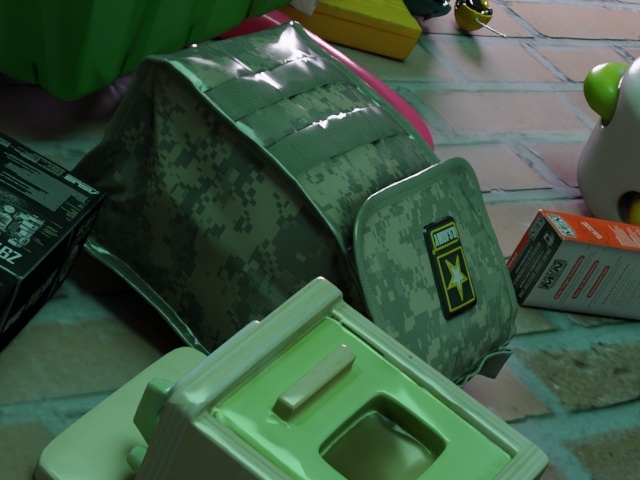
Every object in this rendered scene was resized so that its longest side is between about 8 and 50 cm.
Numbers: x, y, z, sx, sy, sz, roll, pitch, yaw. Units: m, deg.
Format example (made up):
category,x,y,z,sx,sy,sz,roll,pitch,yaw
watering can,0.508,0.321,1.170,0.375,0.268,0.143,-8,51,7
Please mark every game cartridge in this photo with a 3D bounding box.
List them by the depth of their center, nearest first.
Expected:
category,x,y,z,sx,sy,sz,roll,pitch,yaw
game cartridge,-0.075,-0.308,1.944,0.285,0.053,0.324,12,31,-31

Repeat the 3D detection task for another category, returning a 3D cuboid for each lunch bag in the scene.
category,x,y,z,sx,sy,sz,roll,pitch,yaw
lunch bag,0.000,0.000,1.356,0.287,0.169,0.235,43,25,11

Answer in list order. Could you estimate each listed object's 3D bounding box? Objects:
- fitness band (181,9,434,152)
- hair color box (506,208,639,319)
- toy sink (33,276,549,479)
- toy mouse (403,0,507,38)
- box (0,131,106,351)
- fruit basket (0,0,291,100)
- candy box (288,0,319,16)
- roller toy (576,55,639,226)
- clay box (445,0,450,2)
category,x,y,z,sx,sy,sz,roll,pitch,yaw
fitness band,-0.038,-0.126,1.668,0.291,0.054,0.209,37,25,13
hair color box,0.224,0.021,1.636,0.141,0.072,0.043,8,34,-36
toy sink,-0.018,0.123,1.119,0.234,0.131,0.153,37,41,15
toy mouse,0.105,-0.256,2.052,0.143,0.031,0.161,18,28,-22
box,-0.246,-0.019,1.239,0.180,0.077,0.147,29,26,1
fruit basket,-0.160,-0.337,1.498,0.283,0.392,0.392,25,23,26
candy box,0.013,-0.318,1.824,0.070,0.165,0.196,28,28,-4
roller toy,0.338,-0.065,1.817,0.191,0.146,0.209,1,43,-29
clay box,0.078,-0.323,2.027,0.127,0.053,0.222,27,25,-27
